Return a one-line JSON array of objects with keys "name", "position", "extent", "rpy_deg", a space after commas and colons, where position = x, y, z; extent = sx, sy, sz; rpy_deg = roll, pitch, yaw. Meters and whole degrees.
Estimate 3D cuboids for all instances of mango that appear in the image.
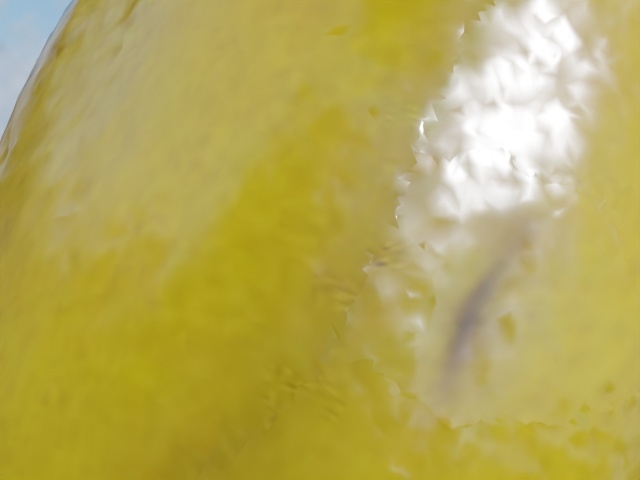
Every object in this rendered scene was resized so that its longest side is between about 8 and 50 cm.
[{"name": "mango", "position": [0.000, 0.000, 0.538], "extent": [0.301, 0.445, 0.220], "rpy_deg": [1, -39, 50]}]
